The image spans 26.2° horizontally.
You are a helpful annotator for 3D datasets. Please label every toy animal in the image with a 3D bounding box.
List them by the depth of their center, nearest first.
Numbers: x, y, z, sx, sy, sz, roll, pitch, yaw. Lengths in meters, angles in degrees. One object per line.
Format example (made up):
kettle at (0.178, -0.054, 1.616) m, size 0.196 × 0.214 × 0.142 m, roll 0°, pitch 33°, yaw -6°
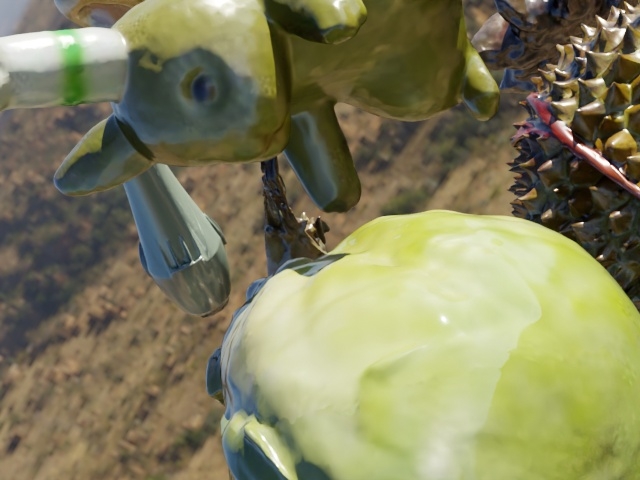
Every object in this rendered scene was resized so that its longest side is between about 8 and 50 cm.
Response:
toy animal at (-0.042, -0.108, 0.888) m, size 0.363 × 0.180 × 0.181 m, roll -34°, pitch -36°, yaw -24°

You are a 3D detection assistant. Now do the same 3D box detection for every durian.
durian at (0.347, -0.065, 1.275) m, size 0.384 × 0.348 × 0.347 m, roll -31°, pitch 9°, yaw -20°

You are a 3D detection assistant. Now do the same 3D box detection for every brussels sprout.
brussels sprout at (0.073, 0.112, 0.825) m, size 0.317 × 0.273 × 0.243 m, roll -108°, pitch 8°, yaw -63°

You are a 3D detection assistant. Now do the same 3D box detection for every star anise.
star anise at (0.351, -0.302, 1.950) m, size 0.315 × 0.315 × 0.108 m, roll -44°, pitch 51°, yaw 37°

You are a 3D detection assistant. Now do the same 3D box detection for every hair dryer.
hair dryer at (-0.184, -0.068, 1.490) m, size 0.092 × 0.229 × 0.267 m, roll -25°, pitch 53°, yaw -3°

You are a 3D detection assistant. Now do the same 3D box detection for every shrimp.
shrimp at (-0.009, -0.003, 1.536) m, size 0.066 × 0.117 × 0.262 m, roll -118°, pitch 16°, yaw -54°

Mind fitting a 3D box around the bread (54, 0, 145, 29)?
bread at (-0.175, -0.339, 1.220) m, size 0.142 × 0.091 × 0.305 m, roll -4°, pitch 76°, yaw 53°
